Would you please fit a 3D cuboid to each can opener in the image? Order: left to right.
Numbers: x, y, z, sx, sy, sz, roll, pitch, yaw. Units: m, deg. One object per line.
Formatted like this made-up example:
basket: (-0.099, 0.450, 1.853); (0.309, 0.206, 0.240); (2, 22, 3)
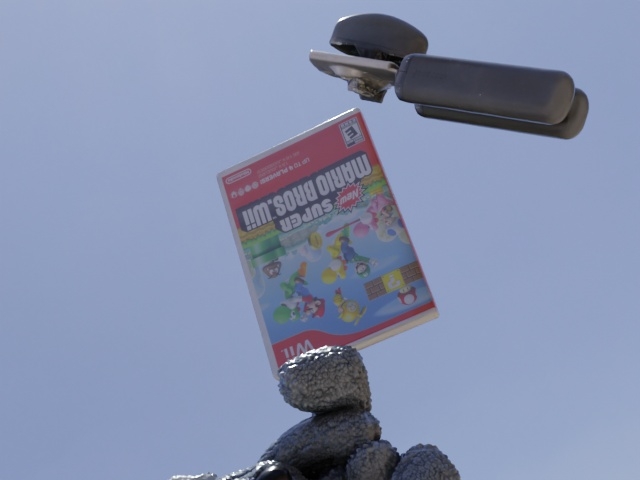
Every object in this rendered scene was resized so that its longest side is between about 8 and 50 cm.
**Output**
can opener: (0.112, -0.163, 0.828); (0.076, 0.283, 0.095); (24, -97, -53)

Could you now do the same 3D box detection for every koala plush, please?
koala plush: (-0.030, 0.241, 0.784); (0.221, 0.196, 0.203); (-19, -37, -37)

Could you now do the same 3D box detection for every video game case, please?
video game case: (0.000, 0.000, 1.072); (0.204, 0.285, 0.025); (-24, -26, 11)
